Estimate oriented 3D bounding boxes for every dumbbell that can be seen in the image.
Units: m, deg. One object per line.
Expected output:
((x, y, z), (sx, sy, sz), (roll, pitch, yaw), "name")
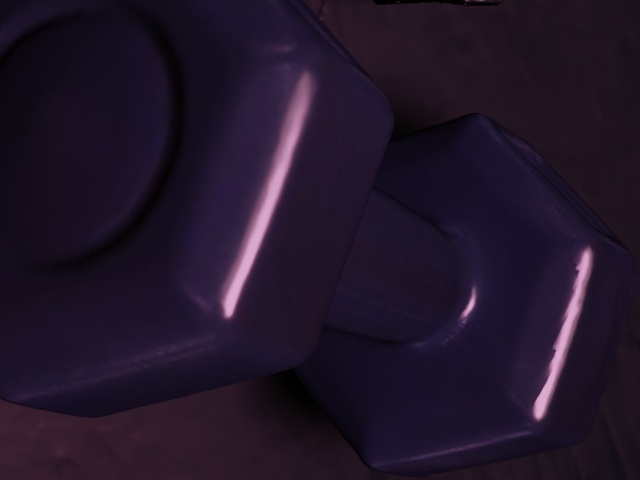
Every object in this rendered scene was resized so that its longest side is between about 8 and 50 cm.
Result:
((0.000, 0.001, 0.588), (0.316, 0.143, 0.156), (23, 84, -59), "dumbbell")

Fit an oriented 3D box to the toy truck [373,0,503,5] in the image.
((0.025, -0.222, 0.636), (0.127, 0.127, 0.257), (-1, 99, -21), "toy truck")
